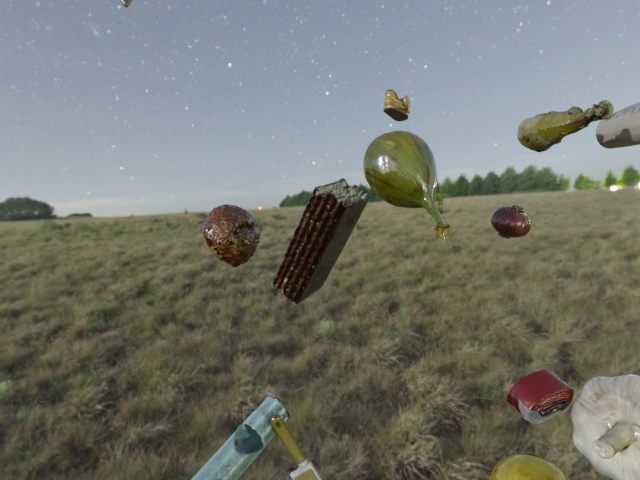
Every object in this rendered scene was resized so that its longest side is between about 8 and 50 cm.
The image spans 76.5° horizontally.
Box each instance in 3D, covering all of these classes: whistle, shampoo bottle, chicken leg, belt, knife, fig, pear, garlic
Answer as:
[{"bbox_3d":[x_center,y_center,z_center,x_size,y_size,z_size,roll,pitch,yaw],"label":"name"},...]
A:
[{"bbox_3d":[-0.173,0.398,0.687,0.062,0.062,0.312,0,30,43],"label":"whistle"},{"bbox_3d":[0.598,-0.215,0.678,0.127,0.078,0.257,-30,3,-6],"label":"shampoo bottle"},{"bbox_3d":[0.434,-0.208,0.723,0.093,0.070,0.178,-23,4,-14],"label":"chicken leg"},{"bbox_3d":[0.751,0.534,1.373,0.200,0.128,0.124,-19,26,-11],"label":"belt"},{"bbox_3d":[-0.032,0.429,0.754,0.046,0.256,0.022,-29,11,-6],"label":"knife"},{"bbox_3d":[0.196,-0.113,0.800,0.151,0.151,0.259,-6,40,-35],"label":"fig"},{"bbox_3d":[0.542,0.658,1.049,0.208,0.209,0.209,-3,4,0],"label":"pear"},{"bbox_3d":[0.510,0.332,0.701,0.225,0.199,0.199,11,-5,-33],"label":"garlic"}]

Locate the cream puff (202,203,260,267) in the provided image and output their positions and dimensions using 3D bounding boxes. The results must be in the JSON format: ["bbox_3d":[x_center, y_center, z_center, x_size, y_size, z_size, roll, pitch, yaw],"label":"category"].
[{"bbox_3d":[-0.193,-0.016,0.922,0.084,0.149,0.149,-27,-8,30],"label":"cream puff"}]

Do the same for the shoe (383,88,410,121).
[{"bbox_3d":[0.226,-0.393,1.176,0.109,0.069,0.072,2,-6,-29],"label":"shoe"}]

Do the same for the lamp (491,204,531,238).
[{"bbox_3d":[0.504,-0.049,1.072,0.101,0.090,0.101,11,27,-6],"label":"lamp"}]

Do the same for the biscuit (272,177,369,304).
[{"bbox_3d":[0.000,0.000,0.765,0.070,0.252,0.106,36,30,17],"label":"biscuit"}]

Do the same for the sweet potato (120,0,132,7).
[{"bbox_3d":[-0.384,-0.526,0.813,0.038,0.153,0.041,-9,-14,0],"label":"sweet potato"}]
